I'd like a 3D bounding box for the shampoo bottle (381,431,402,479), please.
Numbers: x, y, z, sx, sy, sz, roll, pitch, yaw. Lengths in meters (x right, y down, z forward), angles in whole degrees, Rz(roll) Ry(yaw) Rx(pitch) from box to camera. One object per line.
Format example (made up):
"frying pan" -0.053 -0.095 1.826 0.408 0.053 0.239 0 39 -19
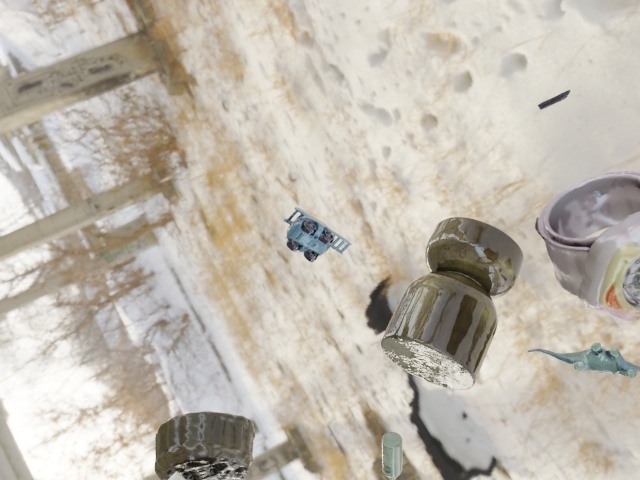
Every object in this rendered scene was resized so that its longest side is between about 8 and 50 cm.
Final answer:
"shampoo bottle" 0.194 0.599 1.902 0.056 0.056 0.195 45 149 48

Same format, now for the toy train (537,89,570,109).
"toy train" 0.543 -0.326 1.630 0.083 0.017 0.017 -23 92 49

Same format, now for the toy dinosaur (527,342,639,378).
"toy dinosaur" 0.692 0.295 1.742 0.144 0.329 0.076 60 -144 -78

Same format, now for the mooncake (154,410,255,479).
"mooncake" -0.255 0.467 1.561 0.228 0.228 0.124 88 177 -56

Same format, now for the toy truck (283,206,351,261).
"toy truck" 0.000 0.000 1.211 0.136 0.063 0.074 33 -155 -28

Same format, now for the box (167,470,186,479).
"box" -0.219 0.614 1.418 0.260 0.111 0.194 31 151 33

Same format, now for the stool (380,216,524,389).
"stool" 0.241 0.114 1.278 0.179 0.264 0.179 23 155 11

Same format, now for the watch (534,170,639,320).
"watch" 0.447 -0.021 1.014 0.210 0.248 0.217 59 -174 -31
